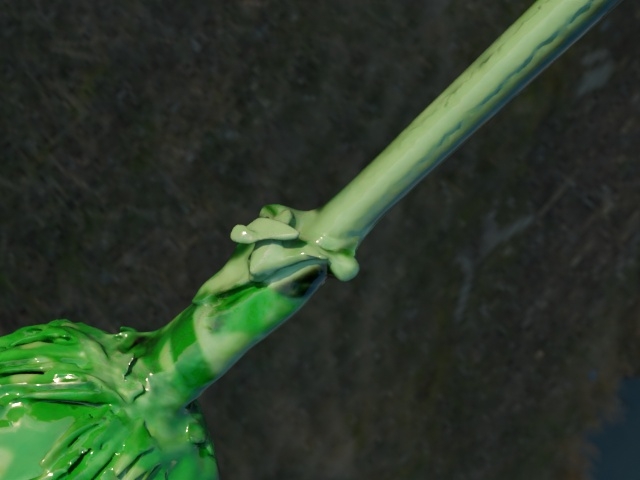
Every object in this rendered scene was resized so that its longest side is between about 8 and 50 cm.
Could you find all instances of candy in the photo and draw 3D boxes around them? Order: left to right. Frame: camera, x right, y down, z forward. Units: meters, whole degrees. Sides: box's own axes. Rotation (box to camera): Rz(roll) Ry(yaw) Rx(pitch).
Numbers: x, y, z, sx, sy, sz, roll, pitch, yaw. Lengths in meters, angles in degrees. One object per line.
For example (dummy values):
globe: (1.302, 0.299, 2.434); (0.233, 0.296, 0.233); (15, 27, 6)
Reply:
candy: (-0.002, -0.002, 0.467); (0.323, 0.097, 0.097); (-44, 142, 18)
